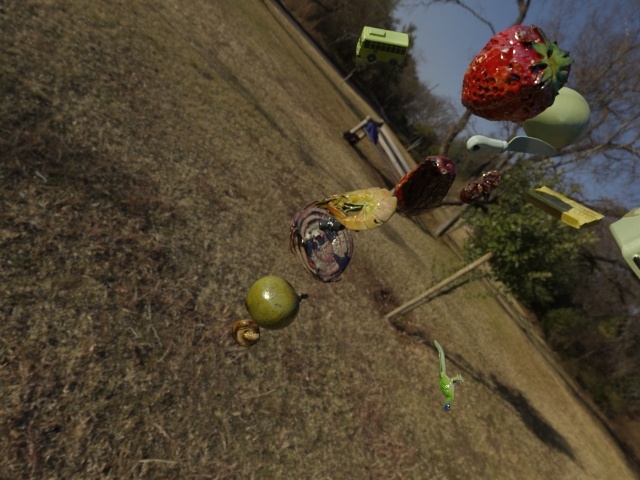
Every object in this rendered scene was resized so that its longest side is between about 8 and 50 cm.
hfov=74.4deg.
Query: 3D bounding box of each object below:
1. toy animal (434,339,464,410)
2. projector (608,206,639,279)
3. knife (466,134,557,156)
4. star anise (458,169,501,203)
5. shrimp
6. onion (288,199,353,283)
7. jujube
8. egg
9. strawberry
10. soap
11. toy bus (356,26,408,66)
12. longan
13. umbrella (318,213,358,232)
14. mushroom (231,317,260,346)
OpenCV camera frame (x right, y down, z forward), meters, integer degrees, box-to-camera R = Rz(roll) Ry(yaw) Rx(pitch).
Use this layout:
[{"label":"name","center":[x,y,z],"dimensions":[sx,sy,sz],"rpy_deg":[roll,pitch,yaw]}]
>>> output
[{"label":"toy animal","center":[0.400,0.412,1.308],"dimensions":[0.041,0.075,0.217],"rpy_deg":[27,53,-44]},{"label":"projector","center":[0.846,0.002,1.038],"dimensions":[0.163,0.177,0.242],"rpy_deg":[53,31,0]},{"label":"knife","center":[0.692,-0.340,1.507],"dimensions":[0.080,0.331,0.044],"rpy_deg":[92,0,-47]},{"label":"star anise","center":[0.788,-0.250,2.059],"dimensions":[0.126,0.220,0.190],"rpy_deg":[60,4,15]},{"label":"shrimp","center":[0.096,-0.094,1.246],"dimensions":[0.061,0.267,0.145],"rpy_deg":[52,51,-55]},{"label":"onion","center":[0.000,0.000,1.662],"dimensions":[0.280,0.146,0.314],"rpy_deg":[-40,108,-40]},{"label":"jujube","center":[0.485,-0.259,1.962],"dimensions":[0.216,0.342,0.216],"rpy_deg":[10,59,-18]},{"label":"egg","center":[0.868,-0.460,1.569],"dimensions":[0.295,0.218,0.218],"rpy_deg":[11,44,-46]},{"label":"strawberry","center":[0.506,-0.431,1.151],"dimensions":[0.250,0.239,0.288],"rpy_deg":[39,-19,-27]},{"label":"soap","center":[0.796,-0.111,1.395],"dimensions":[0.252,0.092,0.037],"rpy_deg":[-122,-157,-54]},{"label":"toy bus","center":[0.222,-0.699,1.513],"dimensions":[0.101,0.175,0.088],"rpy_deg":[105,-7,-57]},{"label":"longan","center":[-0.115,0.165,1.139],"dimensions":[0.145,0.176,0.155],"rpy_deg":[94,-18,-51]},{"label":"umbrella","center":[0.105,-0.062,1.541],"dimensions":[0.080,0.224,0.071],"rpy_deg":[-138,-139,-77]},{"label":"mushroom","center":[-0.299,0.371,1.690],"dimensions":[0.127,0.127,0.087],"rpy_deg":[50,11,-18]}]
